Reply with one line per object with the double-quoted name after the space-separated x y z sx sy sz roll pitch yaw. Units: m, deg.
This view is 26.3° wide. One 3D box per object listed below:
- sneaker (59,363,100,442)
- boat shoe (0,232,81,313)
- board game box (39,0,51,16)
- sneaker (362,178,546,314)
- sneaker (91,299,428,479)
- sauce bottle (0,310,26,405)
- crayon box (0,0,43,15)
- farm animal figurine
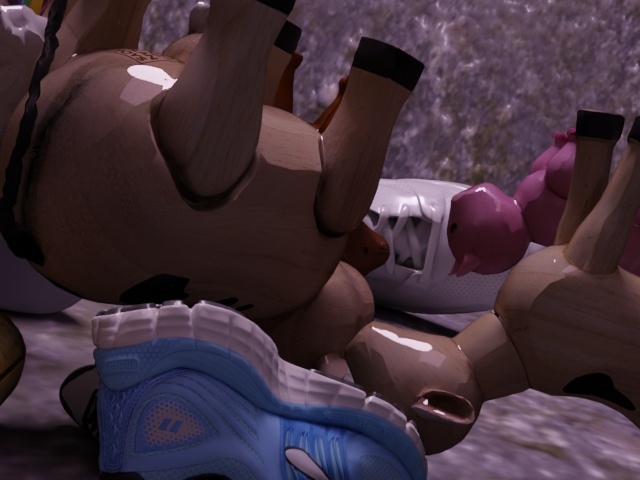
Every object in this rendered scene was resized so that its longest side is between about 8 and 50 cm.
-0.070 0.067 0.503 0.083 0.032 0.037 22 8 33 "sneaker"
-0.221 -0.022 0.634 0.084 0.095 0.258 19 -5 45 "boat shoe"
-0.272 -0.169 1.103 0.056 0.208 0.347 7 12 -44 "board game box"
0.017 0.001 0.988 0.292 0.108 0.169 10 7 12 "sneaker"
-0.022 0.079 0.456 0.063 0.073 0.162 -10 -29 36 "sneaker"
-0.128 0.049 0.449 0.042 0.042 0.128 18 5 -2 "sauce bottle"
-0.286 -0.119 0.853 0.081 0.165 0.278 20 7 15 "crayon box"
0.000 0.000 0.575 0.326 0.172 0.330 20 0 -39 "farm animal figurine"
